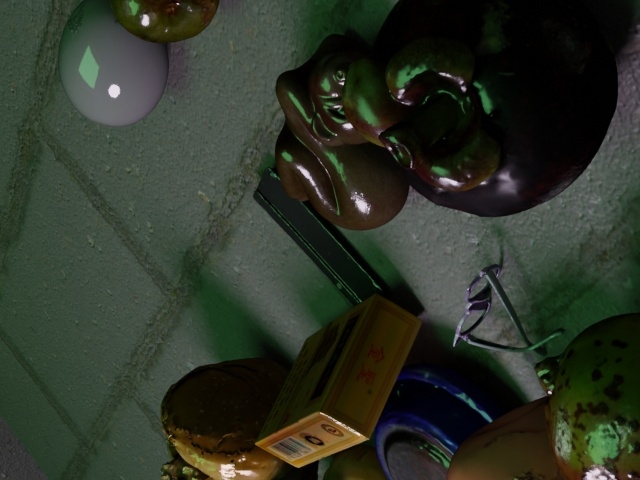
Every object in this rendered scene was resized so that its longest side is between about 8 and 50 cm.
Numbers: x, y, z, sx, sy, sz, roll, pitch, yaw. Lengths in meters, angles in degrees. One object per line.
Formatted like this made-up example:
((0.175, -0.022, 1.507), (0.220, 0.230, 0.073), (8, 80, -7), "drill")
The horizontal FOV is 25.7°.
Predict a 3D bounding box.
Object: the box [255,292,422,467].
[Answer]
((0.019, 0.186, 1.810), (0.076, 0.174, 0.274), (29, 157, -9), "box")

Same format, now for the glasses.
((0.208, 0.098, 1.557), (0.104, 0.062, 0.140), (42, 151, 22), "glasses")

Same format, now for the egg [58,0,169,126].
((-0.274, -0.240, 1.862), (0.146, 0.146, 0.198), (40, 142, 27), "egg")

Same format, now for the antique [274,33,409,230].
((0.030, -0.113, 1.550), (0.143, 0.121, 0.257), (32, 145, 26), "antique")

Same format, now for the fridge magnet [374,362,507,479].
((0.168, 0.272, 1.751), (0.265, 0.113, 0.265), (35, 146, 28), "fridge magnet")

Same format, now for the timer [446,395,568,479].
((0.254, 0.277, 1.495), (0.215, 0.230, 0.229), (56, 153, 6), "timer")

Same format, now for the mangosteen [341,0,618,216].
((0.133, -0.123, 1.217), (0.228, 0.265, 0.228), (15, 117, 31), "mangosteen")

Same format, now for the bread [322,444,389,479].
((0.097, 0.364, 1.964), (0.213, 0.104, 0.213), (25, 148, 17), "bread")

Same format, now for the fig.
((-0.199, -0.325, 1.684), (0.126, 0.133, 0.185), (91, 157, -58), "fig")

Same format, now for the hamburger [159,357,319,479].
((-0.121, 0.314, 2.101), (0.245, 0.260, 0.211), (41, 146, 39), "hamburger")

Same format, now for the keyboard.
((0.001, 0.000, 1.823), (0.231, 0.023, 0.072), (47, 144, 14), "keyboard")

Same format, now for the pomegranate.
((0.326, 0.174, 1.338), (0.246, 0.198, 0.198), (28, 165, -28), "pomegranate")
